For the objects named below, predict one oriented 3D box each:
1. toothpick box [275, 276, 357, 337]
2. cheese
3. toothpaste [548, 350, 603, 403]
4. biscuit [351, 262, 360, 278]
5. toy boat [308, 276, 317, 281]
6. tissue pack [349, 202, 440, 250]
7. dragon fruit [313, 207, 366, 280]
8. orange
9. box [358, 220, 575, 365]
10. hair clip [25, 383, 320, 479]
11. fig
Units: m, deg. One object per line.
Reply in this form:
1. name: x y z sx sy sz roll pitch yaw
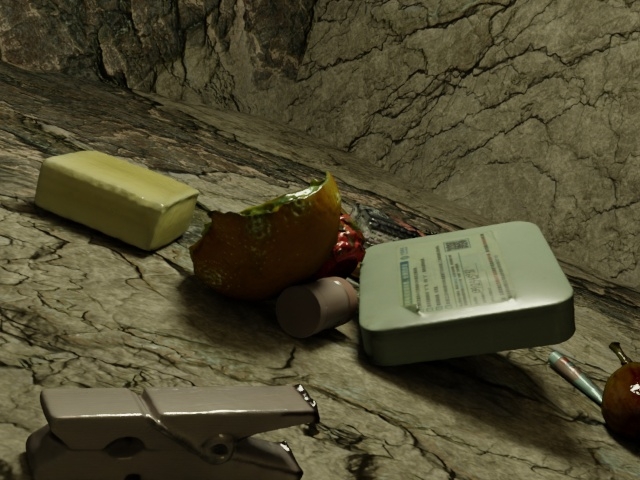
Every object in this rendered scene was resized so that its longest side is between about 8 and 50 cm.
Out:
1. toothpick box: -0.005 0.124 1.437 0.098 0.098 0.149 27 16 25
2. cheese: -0.422 -0.090 1.609 0.265 0.124 0.242 21 10 6
3. toothpaste: 0.580 0.314 1.679 0.056 0.036 0.205 13 20 -33
4. biscuit: 0.122 0.072 1.919 0.170 0.050 0.170 11 14 -3
5. toy boat: -0.051 0.036 1.713 0.318 0.099 0.141 8 15 -32
6. tissue pack: 0.241 0.007 2.189 0.332 0.123 0.245 20 8 -13
7. dragon fruit: 0.000 0.000 1.620 0.172 0.166 0.160 57 -4 32
8. orange: -0.088 -0.001 1.425 0.196 0.334 0.262 48 43 3
9. box: 0.271 0.096 1.522 0.396 0.111 0.396 -9 22 8
10. hair clip: -0.159 0.221 0.878 0.331 0.101 0.085 9 21 -31
11. fig: 0.635 0.301 1.540 0.170 0.145 0.274 19 29 -8
